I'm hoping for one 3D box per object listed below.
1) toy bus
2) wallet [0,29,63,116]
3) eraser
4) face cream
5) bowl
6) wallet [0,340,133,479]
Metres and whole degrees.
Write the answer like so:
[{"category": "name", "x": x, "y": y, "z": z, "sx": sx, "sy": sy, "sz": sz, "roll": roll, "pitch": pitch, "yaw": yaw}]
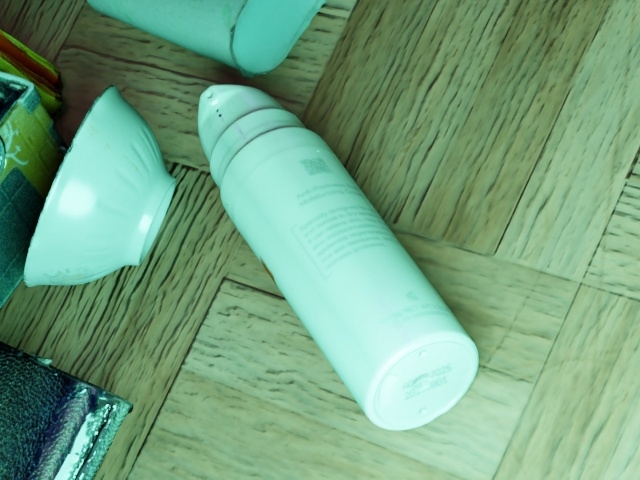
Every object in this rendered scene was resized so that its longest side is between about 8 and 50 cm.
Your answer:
[{"category": "toy bus", "x": -0.339, "y": -0.009, "z": 1.729, "sx": 0.138, "sy": 0.167, "sz": 0.275, "roll": 13, "pitch": 58, "yaw": 34}, {"category": "wallet", "x": -0.373, "y": -0.107, "z": 1.863, "sx": 0.241, "sy": 0.141, "sz": 0.067, "roll": -35, "pitch": 45, "yaw": 18}, {"category": "eraser", "x": -0.096, "y": -0.251, "z": 1.772, "sx": 0.227, "sy": 0.081, "sz": 0.174, "roll": 26, "pitch": 80, "yaw": 42}, {"category": "face cream", "x": 0.000, "y": 0.000, "z": 1.550, "sx": 0.102, "sy": 0.102, "sz": 0.345, "roll": -44, "pitch": 47, "yaw": 10}, {"category": "bowl", "x": -0.177, "y": -0.033, "z": 1.691, "sx": 0.086, "sy": 0.189, "sz": 0.189, "roll": 23, "pitch": 78, "yaw": 0}, {"category": "wallet", "x": -0.286, "y": 0.199, "z": 1.688, "sx": 0.262, "sy": 0.071, "sz": 0.221, "roll": 17, "pitch": 80, "yaw": 48}]
